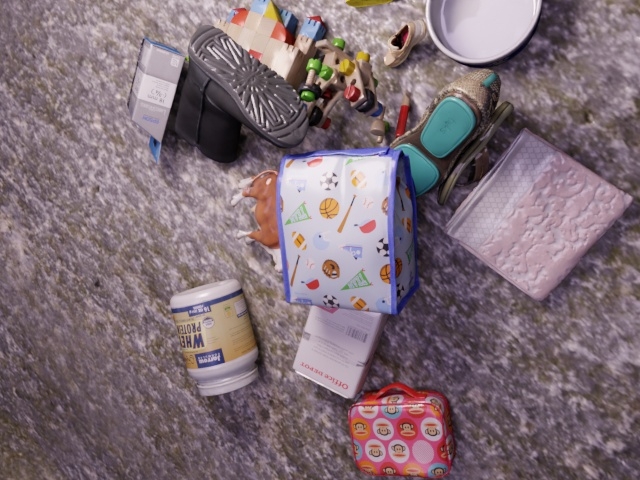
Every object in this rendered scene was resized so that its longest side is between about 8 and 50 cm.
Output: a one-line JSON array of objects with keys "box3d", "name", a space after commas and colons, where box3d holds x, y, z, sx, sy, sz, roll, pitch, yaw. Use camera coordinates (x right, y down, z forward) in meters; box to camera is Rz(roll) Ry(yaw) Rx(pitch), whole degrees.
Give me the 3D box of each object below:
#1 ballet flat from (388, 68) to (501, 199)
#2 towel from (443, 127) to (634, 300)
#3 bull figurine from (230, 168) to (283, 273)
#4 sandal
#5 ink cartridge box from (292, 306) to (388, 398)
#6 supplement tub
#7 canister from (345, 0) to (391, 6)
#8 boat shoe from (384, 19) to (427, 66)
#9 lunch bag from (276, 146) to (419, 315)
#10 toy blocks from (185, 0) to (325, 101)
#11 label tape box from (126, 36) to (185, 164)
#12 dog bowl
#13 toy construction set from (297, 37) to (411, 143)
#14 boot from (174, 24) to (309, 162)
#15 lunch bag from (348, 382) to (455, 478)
[{"box3d": [0.289, -0.244, 1.311, 0.164, 0.182, 0.483, 45, 152, 3], "name": "ballet flat"}, {"box3d": [0.523, -0.058, 1.305, 0.316, 0.053, 0.332, 34, 113, 2], "name": "towel"}, {"box3d": [-0.161, -0.056, 1.605, 0.188, 0.101, 0.311, -2, 98, 20], "name": "bull figurine"}, {"box3d": [0.395, -0.205, 1.338, 0.086, 0.120, 0.303, 35, 110, -2], "name": "sandal"}, {"box3d": [0.062, 0.282, 1.556, 0.207, 0.117, 0.283, 23, 106, 19], "name": "ink cartridge box"}, {"box3d": [-0.325, 0.299, 1.667, 0.228, 0.228, 0.317, -13, 93, 25], "name": "supplement tub"}, {"box3d": [0.128, -0.715, 1.391, 0.126, 0.073, 0.170, 3, 98, 23], "name": "canister"}, {"box3d": [0.202, -0.504, 1.358, 0.170, 0.059, 0.063, -39, 64, 61], "name": "boat shoe"}, {"box3d": [0.072, -0.039, 1.350, 0.327, 0.239, 0.386, 1, 109, 26], "name": "lunch bag"}, {"box3d": [-0.165, -0.557, 1.505, 0.381, 0.190, 0.261, 27, 96, 20], "name": "toy blocks"}, {"box3d": [-0.525, -0.434, 1.634, 0.241, 0.105, 0.334, 47, 121, 57], "name": "label tape box"}, {"box3d": [0.394, -0.558, 1.282, 0.264, 0.104, 0.265, 4, 100, 23], "name": "dog bowl"}, {"box3d": [0.095, -0.417, 1.394, 0.308, 0.257, 0.238, 17, 77, -15], "name": "toy construction set"}, {"box3d": [-0.235, -0.314, 1.456, 0.367, 0.146, 0.445, 47, 152, 0], "name": "boot"}, {"box3d": [0.227, 0.535, 1.524, 0.292, 0.120, 0.259, -7, 95, 25], "name": "lunch bag"}]
